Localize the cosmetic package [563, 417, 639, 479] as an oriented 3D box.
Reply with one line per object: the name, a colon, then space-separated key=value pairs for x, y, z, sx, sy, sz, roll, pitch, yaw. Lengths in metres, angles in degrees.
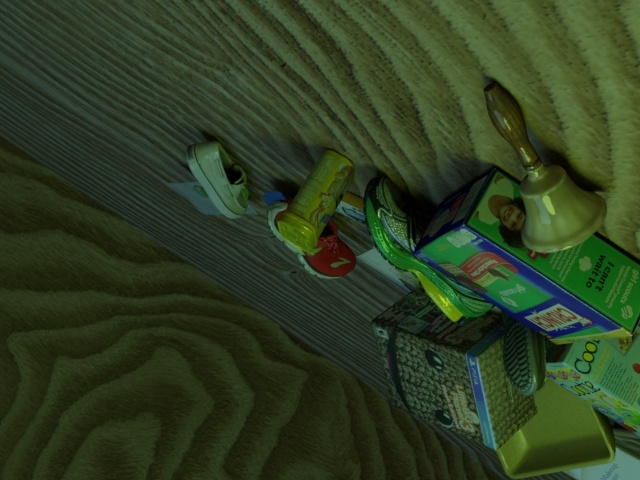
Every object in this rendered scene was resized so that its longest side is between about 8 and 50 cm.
cosmetic package: x=0.745 y=0.552 z=2.321 sx=0.309 sy=0.113 sz=0.160 roll=27 pitch=124 yaw=10

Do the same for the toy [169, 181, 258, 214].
toy: x=-0.263 y=-0.123 z=2.368 sx=0.237 sy=0.056 sz=0.137 roll=6 pitch=147 yaw=50

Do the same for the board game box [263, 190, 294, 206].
board game box: x=-0.047 y=-0.079 z=2.125 sx=0.168 sy=0.033 sz=0.133 roll=26 pitch=161 yaw=0

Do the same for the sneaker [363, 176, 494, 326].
sneaker: x=0.215 y=0.000 z=1.731 sx=0.343 sy=0.134 sz=0.146 roll=42 pitch=127 yaw=-15

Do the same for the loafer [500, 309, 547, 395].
loafer: x=0.389 y=0.167 z=1.714 sx=0.087 sy=0.251 sz=0.094 roll=12 pitch=146 yaw=-17

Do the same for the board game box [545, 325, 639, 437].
board game box: x=0.558 y=0.243 z=1.737 sx=0.275 sy=0.144 sz=0.142 roll=34 pitch=165 yaw=-6

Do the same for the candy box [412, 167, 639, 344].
candy box: x=0.343 y=0.040 z=1.538 sx=0.317 sy=0.122 sz=0.268 roll=31 pitch=165 yaw=-4

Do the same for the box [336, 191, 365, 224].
box: x=0.068 y=-0.069 z=1.928 sx=0.136 sy=0.028 sz=0.081 roll=24 pitch=164 yaw=20

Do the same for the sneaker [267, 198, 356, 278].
sneaker: x=0.000 y=0.000 z=2.073 sx=0.118 sy=0.107 sz=0.279 roll=-8 pitch=146 yaw=41

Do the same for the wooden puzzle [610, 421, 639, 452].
wooden puzzle: x=0.803 y=0.458 z=2.039 sx=0.322 sy=0.080 sz=0.348 roll=25 pitch=172 yaw=-12

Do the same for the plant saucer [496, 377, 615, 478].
plant saucer: x=0.453 y=0.313 z=1.954 sx=0.333 sy=0.081 sz=0.333 roll=-35 pitch=77 yaw=56

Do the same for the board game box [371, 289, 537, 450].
board game box: x=0.275 y=0.260 z=1.931 sx=0.291 sy=0.141 sz=0.232 roll=14 pitch=128 yaw=48

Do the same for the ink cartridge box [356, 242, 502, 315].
ink cartridge box: x=0.243 y=0.072 z=1.963 sx=0.296 sy=0.066 sz=0.261 roll=34 pitch=166 yaw=-7

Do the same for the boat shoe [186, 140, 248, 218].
boat shoe: x=-0.214 y=-0.142 z=2.145 sx=0.088 sy=0.096 sz=0.267 roll=-14 pitch=142 yaw=14

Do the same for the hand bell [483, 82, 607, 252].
hand bell: x=0.282 y=-0.113 z=1.257 sx=0.126 sy=0.126 sz=0.242 roll=11 pitch=142 yaw=54

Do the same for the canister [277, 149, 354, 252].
canister: x=-0.006 y=-0.075 z=1.767 sx=0.073 sy=0.170 sz=0.126 roll=28 pitch=166 yaw=11
